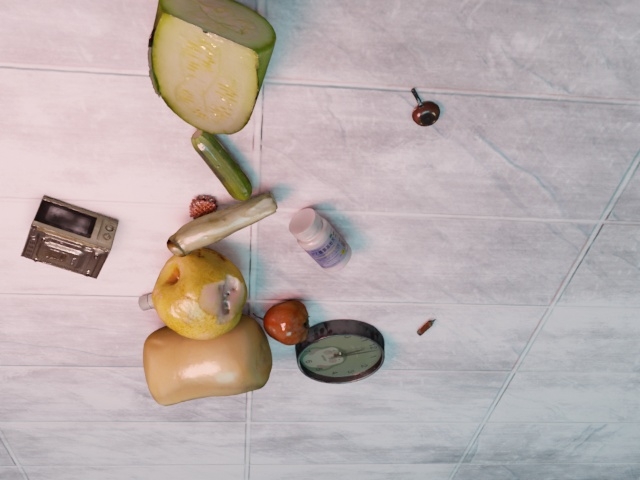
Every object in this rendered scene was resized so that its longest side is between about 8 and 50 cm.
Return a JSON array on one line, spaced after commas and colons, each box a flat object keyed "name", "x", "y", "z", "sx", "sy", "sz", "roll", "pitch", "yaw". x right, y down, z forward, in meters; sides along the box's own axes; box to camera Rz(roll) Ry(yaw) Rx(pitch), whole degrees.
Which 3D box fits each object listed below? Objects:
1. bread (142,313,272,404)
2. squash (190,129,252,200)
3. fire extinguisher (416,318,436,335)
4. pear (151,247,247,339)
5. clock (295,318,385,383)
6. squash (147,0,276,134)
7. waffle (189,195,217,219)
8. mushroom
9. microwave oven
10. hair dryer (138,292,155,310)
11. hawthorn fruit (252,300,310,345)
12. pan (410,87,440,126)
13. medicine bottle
[{"name": "bread", "x": -0.362, "y": 0.366, "z": 1.940, "sx": 0.376, "sy": 0.252, "sz": 0.348, "roll": -13, "pitch": 180, "yaw": 11}, {"name": "squash", "x": -0.242, "y": -0.183, "z": 1.540, "sx": 0.066, "sy": 0.066, "sz": 0.229, "roll": -21, "pitch": 132, "yaw": 17}, {"name": "fire extinguisher", "x": 0.362, "y": 0.294, "z": 2.104, "sx": 0.028, "sy": 0.022, "sz": 0.083, "roll": -16, "pitch": 152, "yaw": -47}, {"name": "pear", "x": -0.333, "y": 0.153, "z": 1.746, "sx": 0.271, "sy": 0.271, "sz": 0.271, "roll": -2, "pitch": 136, "yaw": -2}, {"name": "clock", "x": 0.070, "y": 0.394, "z": 2.156, "sx": 0.319, "sy": 0.066, "sz": 0.318, "roll": -2, "pitch": 135, "yaw": -2}, {"name": "squash", "x": -0.243, "y": -0.331, "z": 1.287, "sx": 0.234, "sy": 0.210, "sz": 0.309, "roll": 21, "pitch": 127, "yaw": -8}, {"name": "waffle", "x": -0.314, "y": -0.086, "z": 1.655, "sx": 0.075, "sy": 0.029, "sz": 0.083, "roll": -2, "pitch": 136, "yaw": -17}, {"name": "mushroom", "x": -0.261, "y": -0.045, "z": 1.630, "sx": 0.312, "sy": 0.100, "sz": 0.081, "roll": -24, "pitch": 107, "yaw": 5}, {"name": "microwave oven", "x": -0.670, "y": 0.000, "z": 1.651, "sx": 0.205, "sy": 0.129, "sz": 0.163, "roll": 20, "pitch": 130, "yaw": -22}, {"name": "hair dryer", "x": -0.502, "y": 0.211, "z": 1.943, "sx": 0.082, "sy": 0.047, "sz": 0.137, "roll": -16, "pitch": 140, "yaw": 11}, {"name": "hawthorn fruit", "x": -0.118, "y": 0.271, "z": 1.961, "sx": 0.189, "sy": 0.149, "sz": 0.149, "roll": -25, "pitch": 132, "yaw": 20}, {"name": "pan", "x": 0.243, "y": -0.313, "z": 1.467, "sx": 0.068, "sy": 0.023, "sz": 0.115, "roll": -24, "pitch": 133, "yaw": 21}, {"name": "medicine bottle", "x": 0.000, "y": 0.000, "z": 1.716, "sx": 0.103, "sy": 0.102, "sz": 0.186, "roll": -25, "pitch": 132, "yaw": 21}]
